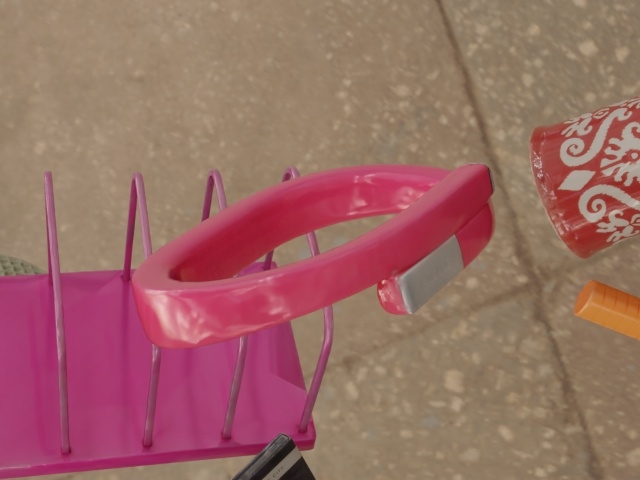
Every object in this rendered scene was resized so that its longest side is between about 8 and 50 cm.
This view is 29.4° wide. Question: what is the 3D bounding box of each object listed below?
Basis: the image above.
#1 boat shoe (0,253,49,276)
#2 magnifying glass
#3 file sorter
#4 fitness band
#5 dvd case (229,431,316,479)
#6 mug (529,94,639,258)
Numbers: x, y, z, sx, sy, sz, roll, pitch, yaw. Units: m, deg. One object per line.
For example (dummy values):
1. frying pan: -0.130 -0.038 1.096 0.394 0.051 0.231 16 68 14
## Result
1. boat shoe: -0.437 0.177 1.182 0.186 0.500 0.156 32 133 9
2. magnifying glass: 0.281 0.080 0.821 0.092 0.230 0.026 119 172 -50
3. file sorter: -0.151 0.056 1.020 0.182 0.290 0.202 103 158 -48
4. fitness band: 0.000 0.000 0.831 0.209 0.291 0.054 -3 107 31
5. dvd case: -0.044 0.281 0.975 0.164 0.221 0.018 -41 38 -20
6. mug: 0.268 -0.073 0.952 0.169 0.150 0.113 -22 104 30
